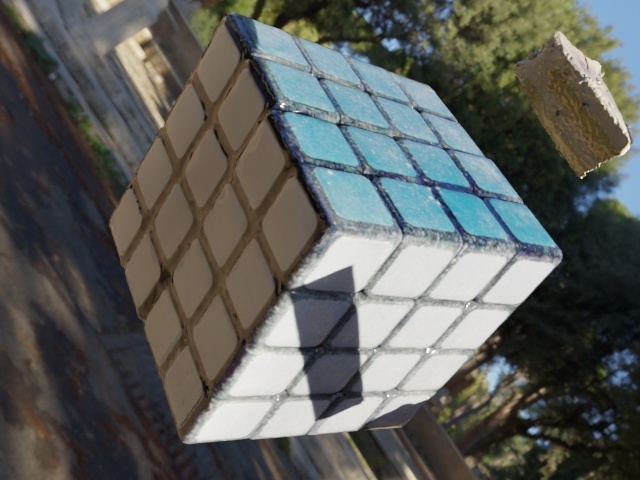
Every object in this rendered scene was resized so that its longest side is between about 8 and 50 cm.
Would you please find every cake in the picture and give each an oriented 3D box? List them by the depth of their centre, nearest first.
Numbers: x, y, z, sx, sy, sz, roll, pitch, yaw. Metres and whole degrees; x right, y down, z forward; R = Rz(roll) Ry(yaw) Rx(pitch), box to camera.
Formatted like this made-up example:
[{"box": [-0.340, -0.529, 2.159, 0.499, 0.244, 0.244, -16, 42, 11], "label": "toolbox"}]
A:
[{"box": [0.184, -0.096, 0.585, 0.065, 0.052, 0.121, 35, 33, -24], "label": "cake"}]

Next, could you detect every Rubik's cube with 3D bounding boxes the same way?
[{"box": [0.000, 0.000, 0.943, 0.344, 0.344, 0.337, 6, 42, -39], "label": "Rubik's cube"}]
